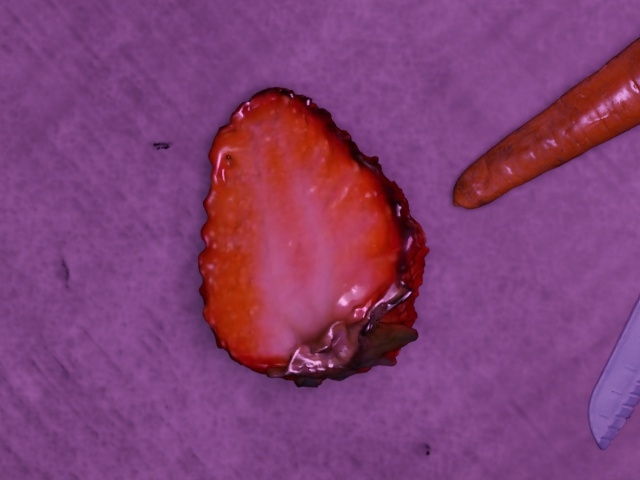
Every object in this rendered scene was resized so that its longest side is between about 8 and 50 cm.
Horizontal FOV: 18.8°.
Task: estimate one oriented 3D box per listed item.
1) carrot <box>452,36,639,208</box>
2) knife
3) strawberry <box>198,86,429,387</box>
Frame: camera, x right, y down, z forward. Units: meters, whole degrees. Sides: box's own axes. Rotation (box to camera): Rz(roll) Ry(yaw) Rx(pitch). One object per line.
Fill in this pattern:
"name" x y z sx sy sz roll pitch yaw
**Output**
"carrot" 0.188 -0.084 1.491 0.210 0.061 0.061 -33 90 15
"knife" 0.279 0.022 1.506 0.044 0.019 0.313 25 101 3
"strawberry" 0.000 0.000 1.512 0.190 0.111 0.236 -23 68 21
